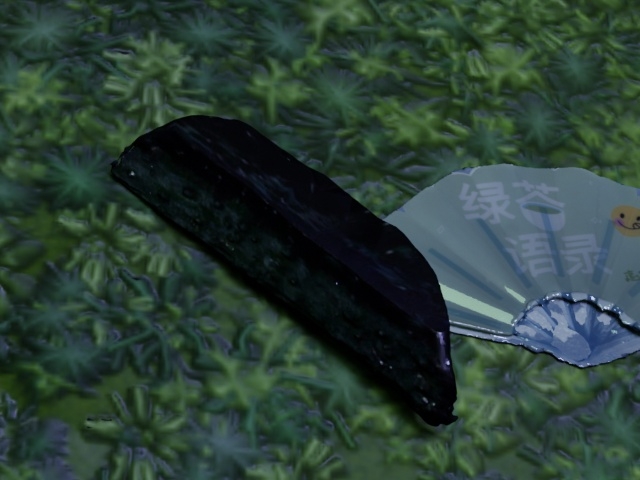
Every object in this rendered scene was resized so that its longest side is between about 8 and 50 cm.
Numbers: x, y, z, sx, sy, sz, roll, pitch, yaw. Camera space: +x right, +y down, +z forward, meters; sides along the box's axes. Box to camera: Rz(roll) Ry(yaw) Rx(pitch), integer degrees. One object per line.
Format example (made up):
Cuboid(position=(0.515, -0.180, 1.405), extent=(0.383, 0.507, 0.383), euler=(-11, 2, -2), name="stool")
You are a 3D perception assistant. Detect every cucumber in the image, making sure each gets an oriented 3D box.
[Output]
Cuboid(position=(0.000, 0.000, 0.840), extent=(0.220, 0.046, 0.070), euler=(38, 50, 19), name="cucumber")

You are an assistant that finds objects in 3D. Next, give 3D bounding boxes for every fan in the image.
Cuboid(position=(0.120, 0.010, 0.885), extent=(0.240, 0.009, 0.131), euler=(-1, 51, -13), name="fan")
